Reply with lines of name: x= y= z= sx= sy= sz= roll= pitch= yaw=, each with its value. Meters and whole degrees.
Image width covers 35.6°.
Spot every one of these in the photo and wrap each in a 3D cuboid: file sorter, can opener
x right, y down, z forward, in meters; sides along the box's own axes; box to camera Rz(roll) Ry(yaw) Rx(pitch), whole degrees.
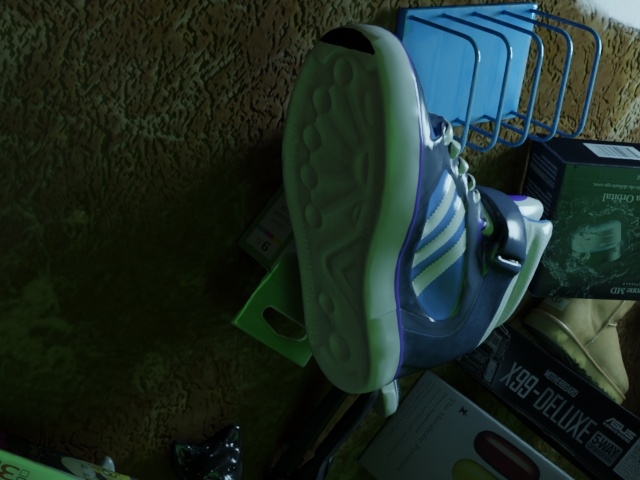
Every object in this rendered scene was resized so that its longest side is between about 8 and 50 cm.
file sorter: x=0.162 y=-0.151 z=0.930 sx=0.170 sy=0.104 sz=0.118 roll=-12 pitch=120 yaw=-34
can opener: x=-0.003 y=0.206 z=1.021 sx=0.186 sy=0.059 sz=0.073 roll=-62 pitch=179 yaw=24

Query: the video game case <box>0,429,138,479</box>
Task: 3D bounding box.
video game case: x=-0.289 y=0.262 z=0.797 sx=0.210 sy=0.042 sz=0.232 roll=29 pitch=94 yaw=-25

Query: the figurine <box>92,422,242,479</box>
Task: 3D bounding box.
figurine: x=-0.166 y=0.285 z=0.931 sx=0.215 sy=0.092 sz=0.209 roll=-8 pitch=111 yaw=-35

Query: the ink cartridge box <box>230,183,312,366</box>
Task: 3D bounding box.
ink cartridge box: x=0.000 y=0.000 z=0.911 sx=0.209 sy=0.062 sz=0.109 roll=-53 pitch=134 yaw=-2

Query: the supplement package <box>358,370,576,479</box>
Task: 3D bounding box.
supplement package: x=0.186 y=0.276 z=1.089 sx=0.139 sy=0.244 sz=0.134 roll=-53 pitch=135 yaw=-3

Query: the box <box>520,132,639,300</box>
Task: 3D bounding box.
box: x=0.303 y=-0.024 z=1.085 sx=0.156 sy=0.093 sz=0.158 roll=3 pitch=114 yaw=-11

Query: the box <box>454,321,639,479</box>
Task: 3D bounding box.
box: x=0.319 y=0.231 z=1.127 sx=0.076 sy=0.307 sz=0.242 roll=-50 pitch=134 yaw=-2

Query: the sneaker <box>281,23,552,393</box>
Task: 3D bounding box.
sneaker: x=0.099 y=-0.041 z=0.845 sx=0.236 sy=0.130 sz=0.322 roll=-22 pitch=123 yaw=-36

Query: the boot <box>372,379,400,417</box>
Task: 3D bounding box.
boot: x=0.075 y=0.093 z=1.018 sx=0.086 sy=0.069 sz=0.190 roll=-26 pitch=127 yaw=-19

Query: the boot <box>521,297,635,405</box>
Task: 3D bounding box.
boot: x=0.393 y=0.056 z=1.246 sx=0.269 sy=0.089 sz=0.236 roll=-51 pitch=135 yaw=-6
